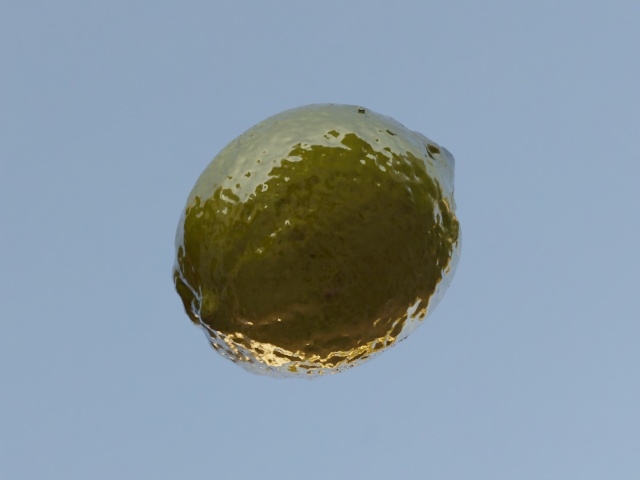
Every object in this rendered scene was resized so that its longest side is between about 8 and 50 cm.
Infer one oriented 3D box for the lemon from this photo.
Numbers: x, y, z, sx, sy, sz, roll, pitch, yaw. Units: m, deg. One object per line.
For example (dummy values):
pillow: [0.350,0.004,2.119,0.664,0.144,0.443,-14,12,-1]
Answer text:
lemon: [-0.001,0.002,1.131,0.180,0.180,0.193,48,-128,-32]
